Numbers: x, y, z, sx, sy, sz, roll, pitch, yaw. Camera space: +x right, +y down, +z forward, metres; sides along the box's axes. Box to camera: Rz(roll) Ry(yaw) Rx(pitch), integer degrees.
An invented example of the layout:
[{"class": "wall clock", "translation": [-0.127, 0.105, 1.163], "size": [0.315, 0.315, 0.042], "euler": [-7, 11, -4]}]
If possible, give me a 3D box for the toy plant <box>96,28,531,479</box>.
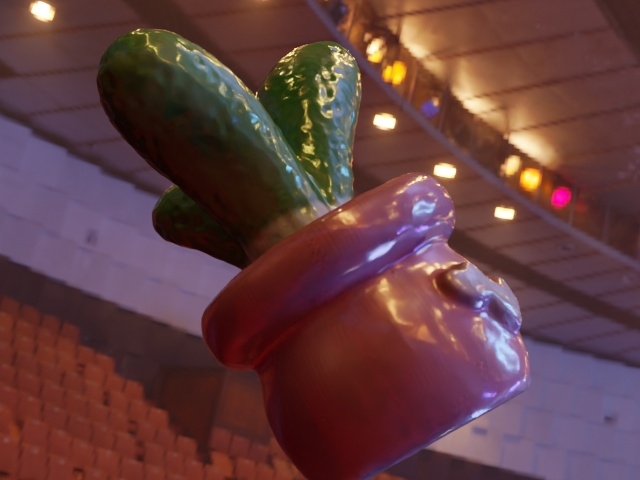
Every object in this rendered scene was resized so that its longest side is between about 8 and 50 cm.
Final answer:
[{"class": "toy plant", "translation": [0.006, 0.002, 0.826], "size": [0.210, 0.356, 0.317], "euler": [-45, -17, 28]}]
